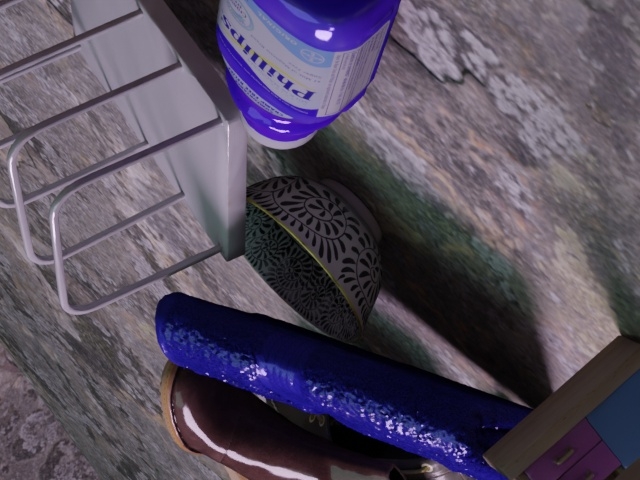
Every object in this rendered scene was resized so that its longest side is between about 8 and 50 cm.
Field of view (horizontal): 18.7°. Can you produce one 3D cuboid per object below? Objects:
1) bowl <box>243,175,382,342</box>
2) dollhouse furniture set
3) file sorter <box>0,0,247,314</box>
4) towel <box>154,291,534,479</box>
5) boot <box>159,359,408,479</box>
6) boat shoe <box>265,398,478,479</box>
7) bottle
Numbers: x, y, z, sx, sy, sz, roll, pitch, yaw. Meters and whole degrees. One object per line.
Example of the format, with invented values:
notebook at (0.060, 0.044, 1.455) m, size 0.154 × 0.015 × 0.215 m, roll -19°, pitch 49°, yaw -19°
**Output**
bowl at (0.000, 0.000, 1.660) m, size 0.170 × 0.080 × 0.170 m, roll 42°, pitch 163°, yaw 17°
dollhouse furniture set at (0.227, 0.235, 1.296) m, size 0.198 × 0.286 × 0.303 m, roll 51°, pitch 174°, yaw -14°
file sorter at (-0.202, -0.105, 1.600) m, size 0.277 × 0.173 × 0.193 m, roll 53°, pitch 159°, yaw 28°
towel at (0.028, 0.131, 1.647) m, size 0.308 × 0.076 × 0.228 m, roll 18°, pitch 180°, yaw 26°
boot at (-0.020, 0.190, 1.817) m, size 0.207 × 0.090 × 0.248 m, roll 5°, pitch 145°, yaw 33°
boat shoe at (0.048, 0.184, 1.928) m, size 0.305 × 0.109 × 0.091 m, roll 19°, pitch 148°, yaw 46°
bottle at (-0.015, -0.142, 1.352) m, size 0.118 × 0.092 × 0.283 m, roll 43°, pitch 163°, yaw 7°
